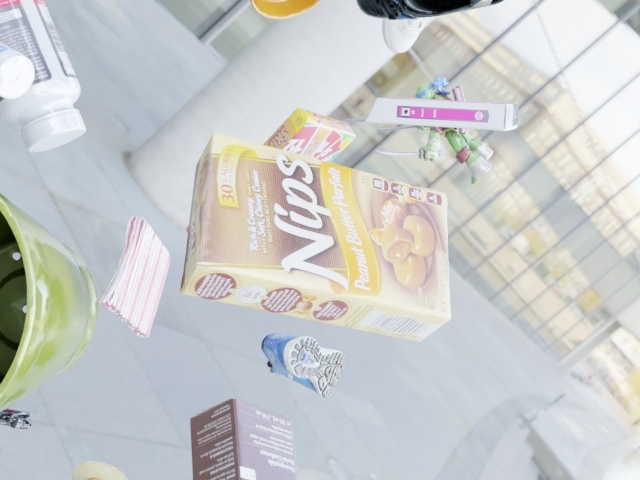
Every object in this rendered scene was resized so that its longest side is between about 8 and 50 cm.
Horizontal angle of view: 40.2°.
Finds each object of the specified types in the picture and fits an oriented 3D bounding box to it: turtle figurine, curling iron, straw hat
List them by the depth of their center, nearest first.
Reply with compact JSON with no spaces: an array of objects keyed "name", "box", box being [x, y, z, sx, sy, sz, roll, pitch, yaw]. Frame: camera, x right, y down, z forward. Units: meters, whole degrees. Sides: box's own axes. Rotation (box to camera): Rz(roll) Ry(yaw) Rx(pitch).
[{"name":"curling iron","box":[-0.630,0.284,1.507,0.274,0.035,0.068,18,-15,-24]},{"name":"straw hat","box":[-0.454,0.518,1.783,0.144,0.144,0.061,45,34,-24]},{"name":"turtle figurine","box":[0.293,-0.248,2.229,0.266,0.274,0.198,41,-3,-11]}]

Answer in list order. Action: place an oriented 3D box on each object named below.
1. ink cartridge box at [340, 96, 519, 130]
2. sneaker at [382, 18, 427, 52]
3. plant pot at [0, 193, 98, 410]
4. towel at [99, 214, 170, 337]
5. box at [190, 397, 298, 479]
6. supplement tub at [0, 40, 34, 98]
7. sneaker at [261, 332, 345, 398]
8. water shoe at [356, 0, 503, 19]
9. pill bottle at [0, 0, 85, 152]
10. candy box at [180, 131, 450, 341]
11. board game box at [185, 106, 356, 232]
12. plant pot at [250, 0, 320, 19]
[{"name":"ink cartridge box","box":[0.246,-0.285,1.962,0.176,0.371,0.069,-23,115,-68]},{"name":"sneaker","box":[0.178,-0.419,1.567,0.080,0.212,0.094,-7,45,-31]},{"name":"plant pot","box":[-0.493,0.092,1.230,0.366,0.366,0.353,50,3,10]},{"name":"towel","box":[-0.277,0.059,1.334,0.029,0.144,0.197,12,-18,8]},{"name":"box","box":[-0.147,0.530,1.764,0.191,0.143,0.381,31,40,-44]},{"name":"supplement tub","box":[-0.479,-0.258,1.278,0.107,0.071,0.071,30,0,25]},{"name":"sneaker","box":[-0.046,0.307,2.255,0.147,0.130,0.330,17,-18,32]},{"name":"water shoe","box":[0.092,-0.243,0.815,0.203,0.080,0.073,4,-64,48]},{"name":"pill bottle","box":[-0.617,-0.357,1.852,0.176,0.176,0.318,-25,93,-82]},{"name":"candy box","box":[0.000,0.000,1.067,0.316,0.087,0.183,14,58,-19]},{"name":"board game box","box":[-0.075,-0.083,1.264,0.124,0.259,0.039,7,47,-55]},{"name":"plant pot","box":[-0.095,-0.630,1.936,0.188,0.205,0.205,63,14,26]}]
